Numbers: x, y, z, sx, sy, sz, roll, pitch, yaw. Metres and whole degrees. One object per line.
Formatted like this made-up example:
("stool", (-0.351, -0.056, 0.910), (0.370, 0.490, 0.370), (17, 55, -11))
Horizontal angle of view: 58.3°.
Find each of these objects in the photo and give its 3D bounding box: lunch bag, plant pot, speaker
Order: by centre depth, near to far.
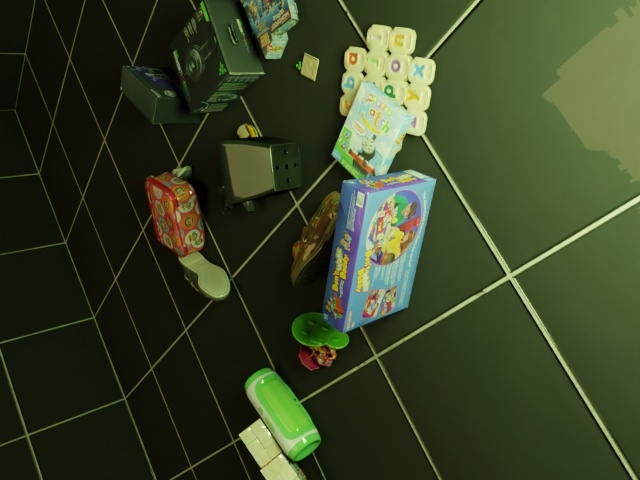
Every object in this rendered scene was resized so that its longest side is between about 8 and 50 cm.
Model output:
("plant pot", (-0.160, -0.208, 1.660), (0.167, 0.187, 0.188), (3, 103, 37))
("speaker", (-0.126, 0.562, 1.871), (0.296, 0.131, 0.131), (48, 133, 29))
("lunch bag", (-0.556, -0.105, 2.158), (0.258, 0.120, 0.293), (29, 133, 40))

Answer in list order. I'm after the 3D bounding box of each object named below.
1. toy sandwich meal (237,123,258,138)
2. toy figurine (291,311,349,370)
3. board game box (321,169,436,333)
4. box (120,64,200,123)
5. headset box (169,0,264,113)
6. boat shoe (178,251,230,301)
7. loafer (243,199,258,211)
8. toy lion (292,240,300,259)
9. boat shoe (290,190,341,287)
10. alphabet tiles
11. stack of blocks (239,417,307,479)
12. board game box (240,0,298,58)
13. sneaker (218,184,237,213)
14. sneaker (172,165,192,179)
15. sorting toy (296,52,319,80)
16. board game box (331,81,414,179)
("toy sandwich meal", (-0.229, -0.328, 1.810), (0.086, 0.029, 0.085), (17, 113, 46))
("toy figurine", (-0.003, 0.321, 1.700), (0.173, 0.130, 0.159), (19, 132, 18))
("board game box", (0.134, 0.022, 1.335), (0.078, 0.233, 0.347), (30, 122, 40))
("box", (-0.561, -0.515, 2.021), (0.261, 0.184, 0.103), (44, 131, 32))
("headset box", (-0.320, -0.565, 1.769), (0.283, 0.131, 0.246), (-23, 83, 49))
("boat shoe", (-0.420, 0.144, 2.119), (0.335, 0.112, 0.095), (36, 144, 44))
("loafer", (-0.252, -0.195, 1.827), (0.078, 0.076, 0.223), (-14, 86, 10))
("toy lion", (-0.047, 0.047, 1.711), (0.100, 0.034, 0.096), (1, 93, 49))
("boat shoe", (0.000, 0.000, 1.591), (0.307, 0.111, 0.104), (-53, 54, 29))
("alphabet tiles", (0.154, -0.360, 1.367), (0.278, 0.021, 0.284), (26, 119, 42))
("stack of blocks", (-0.143, 0.724, 1.866), (0.297, 0.087, 0.171), (54, 172, 9))
("board game box", (-0.127, -0.616, 1.588), (0.194, 0.060, 0.194), (-13, 92, 50))
("sneaker", (-0.298, -0.150, 1.928), (0.170, 0.051, 0.089), (-23, 83, 54))
("sneaker", (-0.533, -0.250, 2.166), (0.152, 0.054, 0.061), (-32, 74, 49))
("sorting toy", (-0.036, -0.476, 1.559), (0.083, 0.012, 0.062), (36, 131, 33))
("board game box", (0.120, -0.250, 1.390), (0.160, 0.039, 0.211), (48, 131, 30))
